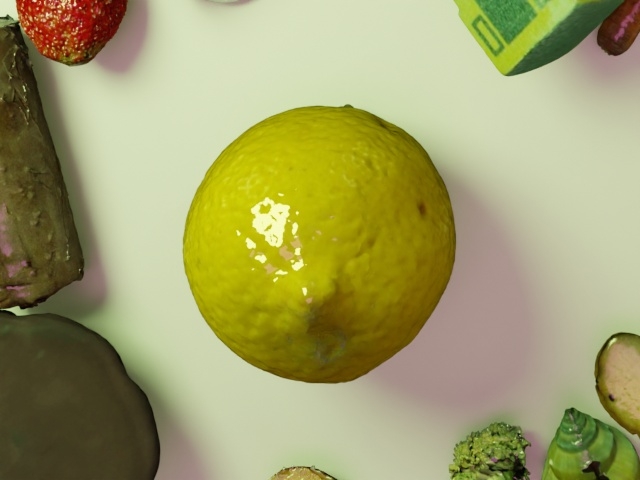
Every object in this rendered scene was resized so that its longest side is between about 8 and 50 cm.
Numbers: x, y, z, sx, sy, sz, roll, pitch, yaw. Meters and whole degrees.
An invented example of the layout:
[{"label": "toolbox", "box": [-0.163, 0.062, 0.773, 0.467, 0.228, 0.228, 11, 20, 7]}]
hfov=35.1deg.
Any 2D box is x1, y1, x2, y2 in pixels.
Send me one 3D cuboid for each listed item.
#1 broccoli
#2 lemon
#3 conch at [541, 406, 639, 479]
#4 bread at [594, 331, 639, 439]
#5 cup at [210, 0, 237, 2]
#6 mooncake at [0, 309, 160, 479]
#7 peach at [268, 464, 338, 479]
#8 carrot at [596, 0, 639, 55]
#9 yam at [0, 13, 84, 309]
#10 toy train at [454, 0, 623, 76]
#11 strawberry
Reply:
[{"label": "broccoli", "box": [0.163, 0.232, 0.979, 0.096, 0.092, 0.095, -23, 117, -2]}, {"label": "lemon", "box": [-0.003, 0.004, 0.846, 0.228, 0.253, 0.229, 9, 120, 16]}, {"label": "conch", "box": [0.262, 0.234, 0.974, 0.094, 0.079, 0.201, 7, 119, 27]}, {"label": "bread", "box": [0.346, 0.123, 0.928, 0.187, 0.065, 0.150, 19, 100, 7]}, {"label": "cup", "box": [-0.101, -0.277, 0.867, 0.133, 0.136, 0.099, -32, 66, 17]}, {"label": "mooncake", "box": [-0.302, 0.207, 0.970, 0.282, 0.141, 0.283, 4, 78, -19]}, {"label": "peach", "box": [-0.014, 0.271, 1.038, 0.098, 0.061, 0.098, 0, 86, 5]}, {"label": "carrot", "box": [0.267, -0.198, 0.850, 0.032, 0.032, 0.093, 34, 108, -2]}, {"label": "yam", "box": [-0.305, -0.075, 0.944, 0.131, 0.131, 0.280, -8, 108, 13]}, {"label": "toy train", "box": [0.187, -0.304, 0.687, 0.237, 0.150, 0.369, 54, 150, 5]}, {"label": "strawberry", "box": [-0.217, -0.207, 0.897, 0.106, 0.106, 0.106, 3, 108, 9]}]
